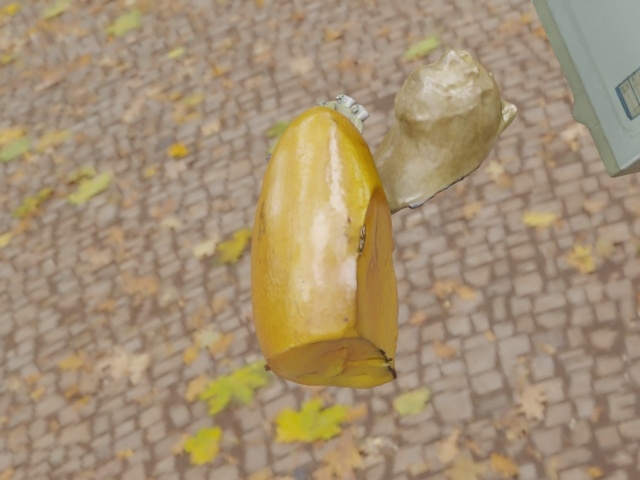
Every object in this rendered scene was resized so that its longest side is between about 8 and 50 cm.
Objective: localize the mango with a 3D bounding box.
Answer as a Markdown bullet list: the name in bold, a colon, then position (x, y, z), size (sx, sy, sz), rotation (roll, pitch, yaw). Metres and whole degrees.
- **mango**: position (0.000, 0.000, 1.291), size (0.138, 0.187, 0.257), rotation (-5, 62, 2)

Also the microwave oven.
- **microwave oven**: position (0.401, -0.290, 1.511), size (0.219, 0.354, 0.286), rotation (-11, -18, -31)

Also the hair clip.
- **hair clip**: position (0.010, -0.126, 1.855), size (0.146, 0.056, 0.187), rotation (-46, 41, 2)

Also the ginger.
- **ginger**: position (0.097, -0.105, 1.355), size (0.193, 0.122, 0.115), rotation (-44, 41, -6)
